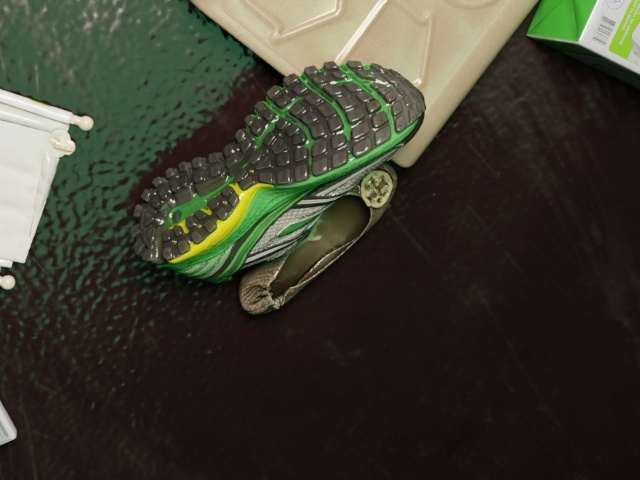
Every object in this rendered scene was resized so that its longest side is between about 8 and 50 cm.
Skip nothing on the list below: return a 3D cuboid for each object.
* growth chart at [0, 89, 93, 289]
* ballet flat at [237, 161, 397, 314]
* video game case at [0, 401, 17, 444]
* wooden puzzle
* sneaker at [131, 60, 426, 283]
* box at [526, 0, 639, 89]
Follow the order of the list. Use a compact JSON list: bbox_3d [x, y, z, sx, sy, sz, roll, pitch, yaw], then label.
[{"bbox_3d":[-0.370,-0.057,0.894,0.172,0.021,0.237,23,100,-22],"label":"growth chart"},{"bbox_3d":[0.000,0.000,1.003,0.250,0.058,0.084,-42,115,0],"label":"ballet flat"},{"bbox_3d":[-0.467,0.182,0.944,0.173,0.022,0.190,-22,113,-8],"label":"video game case"},{"bbox_3d":[0.070,-0.299,0.920,0.348,0.080,0.322,34,96,-28],"label":"wooden puzzle"},{"bbox_3d":[-0.036,-0.071,0.916,0.344,0.134,0.146,-30,149,16],"label":"sneaker"},{"bbox_3d":[0.417,-0.316,0.985,0.231,0.127,0.261,17,102,-22],"label":"box"}]
